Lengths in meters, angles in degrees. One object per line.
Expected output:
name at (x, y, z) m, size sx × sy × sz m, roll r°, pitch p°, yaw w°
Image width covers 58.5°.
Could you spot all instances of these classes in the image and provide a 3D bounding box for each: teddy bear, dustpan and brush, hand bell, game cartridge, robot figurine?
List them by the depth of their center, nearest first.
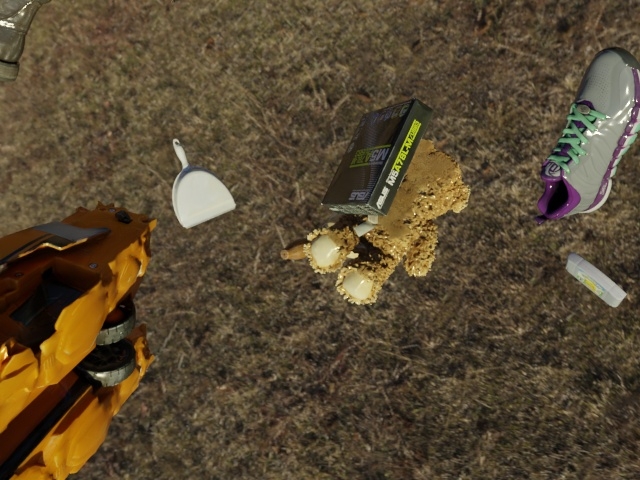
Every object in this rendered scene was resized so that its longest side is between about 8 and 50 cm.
robot figurine at (-0.194, 0.102, 0.323) m, size 0.084 × 0.291 × 0.211 m, roll 17°, pitch 121°, yaw 11°
game cartridge at (0.356, 0.051, 0.745) m, size 0.017 × 0.056 × 0.083 m, roll -43°, pitch 63°, yaw -3°
teddy bear at (0.126, -0.034, 1.088) m, size 0.245 × 0.113 × 0.338 m, roll 26°, pitch 76°, yaw 10°
hand bell at (0.000, 0.000, 1.173) m, size 0.126 × 0.242 × 0.126 m, roll 9°, pitch 106°, yaw 34°
dustpan and brush at (-0.316, -0.154, 1.419) m, size 0.147 × 0.211 × 0.060 m, roll -25°, pitch 14°, yaw -18°

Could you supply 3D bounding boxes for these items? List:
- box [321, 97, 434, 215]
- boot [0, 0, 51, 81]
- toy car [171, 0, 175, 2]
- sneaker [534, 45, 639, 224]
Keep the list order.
box at (0.087, -0.131, 0.940) m, size 0.184 × 0.045 × 0.190 m, roll -63°, pitch 21°, yaw -6°
boot at (-0.494, -0.381, 0.811) m, size 0.229 × 0.262 × 0.091 m, roll -57°, pitch 13°, yaw 17°
toy car at (-0.221, -0.452, 0.951) m, size 0.122 × 0.040 × 0.060 m, roll -37°, pitch 12°, yaw 16°
sneaker at (0.324, -0.118, 0.703) m, size 0.098 × 0.224 × 0.083 m, roll -22°, pitch 39°, yaw -22°
